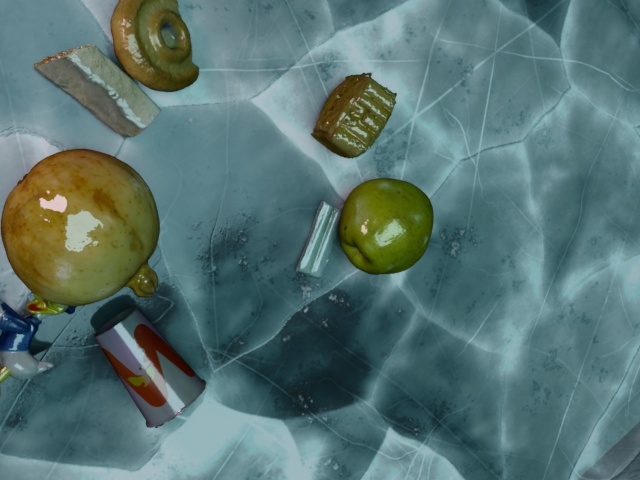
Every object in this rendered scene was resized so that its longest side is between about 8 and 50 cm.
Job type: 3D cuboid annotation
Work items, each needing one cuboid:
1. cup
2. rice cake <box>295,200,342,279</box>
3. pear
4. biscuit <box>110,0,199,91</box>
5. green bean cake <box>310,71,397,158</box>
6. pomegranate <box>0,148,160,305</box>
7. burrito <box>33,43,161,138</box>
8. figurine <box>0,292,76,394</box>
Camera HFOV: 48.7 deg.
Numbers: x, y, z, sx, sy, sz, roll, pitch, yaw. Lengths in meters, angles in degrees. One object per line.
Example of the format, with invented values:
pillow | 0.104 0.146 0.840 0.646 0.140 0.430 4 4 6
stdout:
cup | -0.469 0.331 1.900 0.203 0.203 0.288 -35 102 -13
rice cake | 0.000 0.000 2.104 0.085 0.040 0.226 19 91 -23
pear | 0.193 -0.045 2.055 0.294 0.294 0.294 -4 100 -21
biscuit | -0.423 -0.507 1.801 0.213 0.091 0.274 -38 118 -43
green bean cake | 0.089 -0.352 1.986 0.131 0.230 0.224 32 89 -22
pomegranate | -0.551 -0.013 1.704 0.410 0.410 0.409 -4 100 -21
burrito | -0.555 -0.382 1.776 0.143 0.105 0.299 -37 116 24
figurine | -0.762 0.204 1.792 0.338 0.205 0.283 -37 103 -26
